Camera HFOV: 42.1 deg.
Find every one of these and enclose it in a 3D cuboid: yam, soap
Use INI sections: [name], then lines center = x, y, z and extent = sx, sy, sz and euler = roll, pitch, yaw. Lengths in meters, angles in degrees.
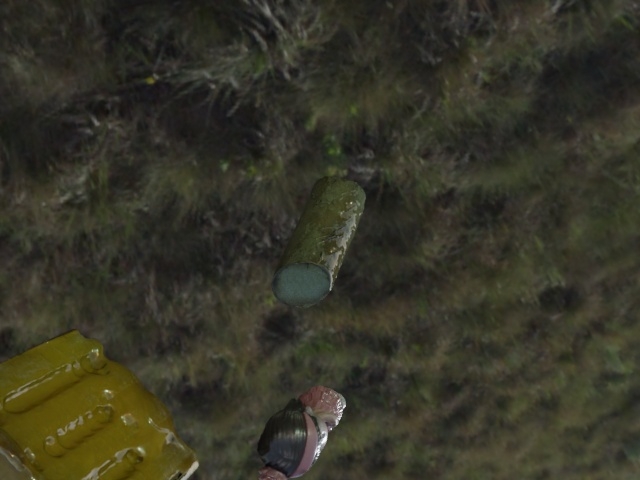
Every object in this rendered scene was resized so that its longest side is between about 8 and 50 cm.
[yam]
center = 0.000, 0.000, 0.571
extent = 0.043, 0.094, 0.043
euler = 15, 144, 11
[soap]
center = -0.307, 0.257, 1.007
extent = 0.143, 0.259, 0.281
euler = -48, 174, 14

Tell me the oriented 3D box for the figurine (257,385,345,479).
[figurine]
center = -0.020, 0.174, 0.760
extent = 0.072, 0.054, 0.129
euler = -57, 173, 18
